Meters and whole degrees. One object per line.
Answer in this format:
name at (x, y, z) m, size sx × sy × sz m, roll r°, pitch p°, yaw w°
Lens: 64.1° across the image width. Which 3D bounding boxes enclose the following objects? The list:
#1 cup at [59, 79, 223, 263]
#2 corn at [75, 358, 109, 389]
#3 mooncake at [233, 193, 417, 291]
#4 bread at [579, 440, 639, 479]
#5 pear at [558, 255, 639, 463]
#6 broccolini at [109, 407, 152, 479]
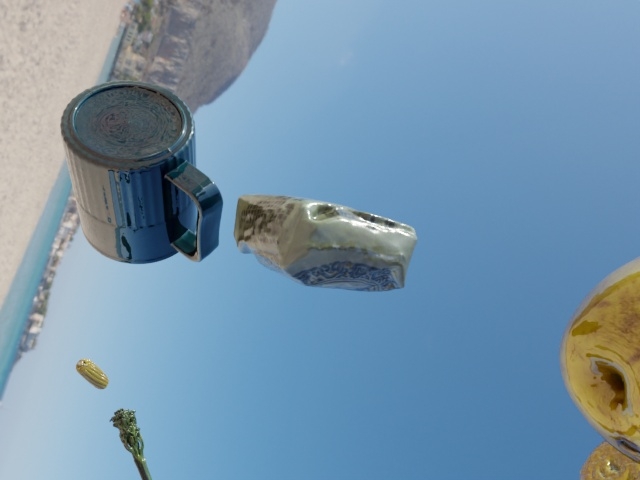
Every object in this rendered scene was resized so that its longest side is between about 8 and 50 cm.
cup at (-0.348, -0.106, 0.986) m, size 0.308 × 0.242 × 0.292 m, roll 63°, pitch -26°, yaw 28°
corn at (-0.488, 0.288, 1.097) m, size 0.037 × 0.092 × 0.037 m, roll -10°, pitch -136°, yaw 10°
mooncake at (-0.001, 0.006, 0.845) m, size 0.254 × 0.250 × 0.136 m, roll 14°, pitch -85°, yaw 62°
bread at (0.502, 0.384, 0.773) m, size 0.236 × 0.120 × 0.198 m, roll -40°, pitch 178°, yaw 28°
pear at (0.430, 0.137, 0.587) m, size 0.280 × 0.280 × 0.281 m, roll -42°, pitch -141°, yaw 45°
broccolini at (-0.368, 0.460, 1.060) m, size 0.051 × 0.054 × 0.239 m, roll -28°, pitch -94°, yaw 35°
